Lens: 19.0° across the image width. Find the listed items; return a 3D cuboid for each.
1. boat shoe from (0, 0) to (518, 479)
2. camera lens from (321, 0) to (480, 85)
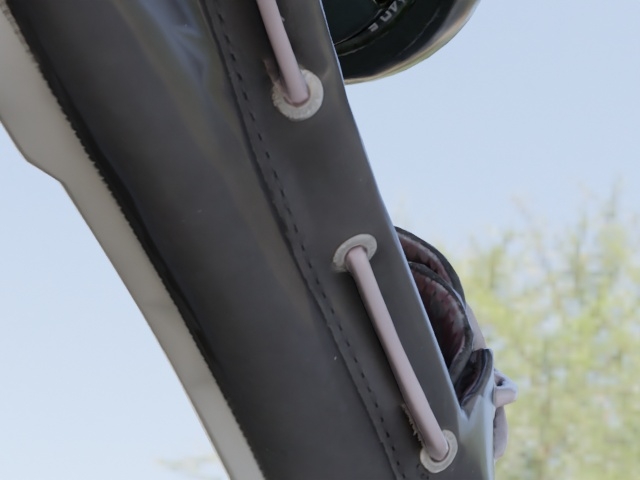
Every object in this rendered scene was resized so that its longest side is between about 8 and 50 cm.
[{"bbox_3d":[0.000,0.000,0.473,0.095,0.112,0.335,-29,-52,1],"label":"boat shoe"},{"bbox_3d":[0.017,-0.226,0.978,0.219,0.274,0.219,14,-48,16],"label":"camera lens"}]
